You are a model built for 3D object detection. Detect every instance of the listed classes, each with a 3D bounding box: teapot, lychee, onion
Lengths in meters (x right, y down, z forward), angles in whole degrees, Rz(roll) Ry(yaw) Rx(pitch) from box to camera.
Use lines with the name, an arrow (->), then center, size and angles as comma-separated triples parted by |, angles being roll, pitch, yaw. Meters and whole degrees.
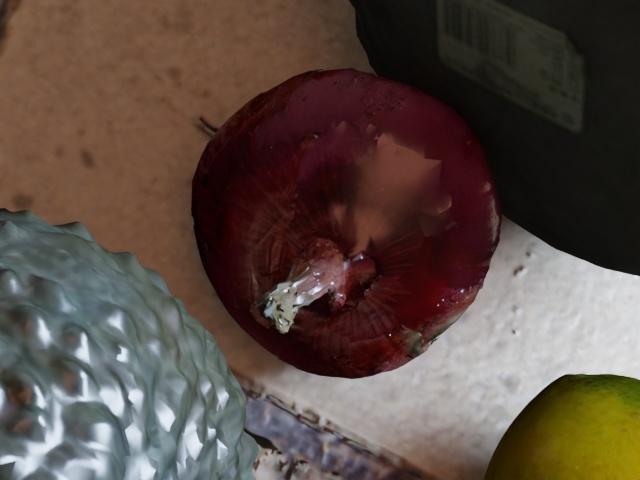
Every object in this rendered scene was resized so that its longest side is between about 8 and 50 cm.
teapot -> 0.182, -0.201, 0.685 | 0.376, 0.305, 0.362 | 31, 61, 29
lychee -> -0.148, 0.108, 0.548 | 0.274, 0.255, 0.255 | 8, 75, 12
onion -> 0.000, 0.000, 0.642 | 0.150, 0.140, 0.150 | 6, 106, 21

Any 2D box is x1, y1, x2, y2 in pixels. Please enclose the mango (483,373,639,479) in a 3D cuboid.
mango -> 0.165, 0.186, 0.644 | 0.254, 0.139, 0.175 | 43, 61, 10
